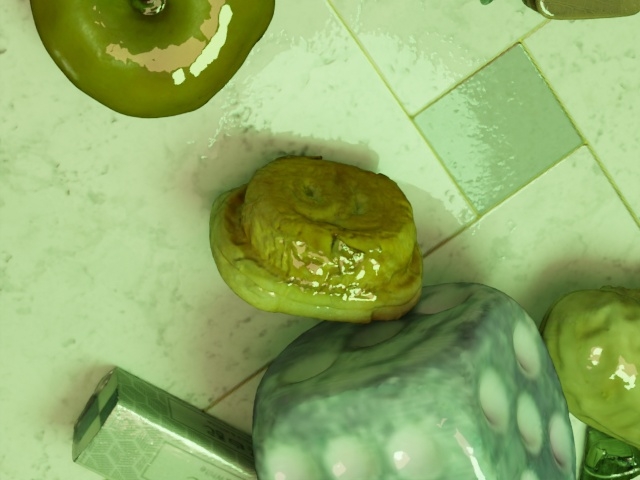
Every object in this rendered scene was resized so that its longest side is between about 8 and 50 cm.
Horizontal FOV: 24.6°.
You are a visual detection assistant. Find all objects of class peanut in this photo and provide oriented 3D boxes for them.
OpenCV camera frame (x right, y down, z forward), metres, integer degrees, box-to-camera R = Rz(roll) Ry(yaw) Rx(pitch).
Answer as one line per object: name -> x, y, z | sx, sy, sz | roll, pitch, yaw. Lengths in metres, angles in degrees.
peanut -> 0.418, 0.163, 1.719 | 0.387, 0.169, 0.192 | 26, 68, -24

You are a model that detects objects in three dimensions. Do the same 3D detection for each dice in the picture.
dice -> 0.103, 0.217, 1.580 | 0.270, 0.271, 0.270 | -13, 106, 29

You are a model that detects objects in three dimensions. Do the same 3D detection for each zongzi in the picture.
zongzi -> 0.376, 0.287, 1.822 | 0.109, 0.055, 0.119 | -1, 123, -12

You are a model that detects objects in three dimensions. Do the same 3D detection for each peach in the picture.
peach -> -0.172, -0.250, 1.469 | 0.251, 0.153, 0.251 | 0, 99, 1

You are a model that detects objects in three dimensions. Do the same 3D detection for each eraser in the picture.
eraser -> -0.091, 0.289, 1.710 | 0.404, 0.098, 0.096 | 29, 104, -19

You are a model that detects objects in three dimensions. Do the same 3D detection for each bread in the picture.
bread -> 0.000, 0.002, 1.563 | 0.236, 0.198, 0.120 | 7, 125, -13

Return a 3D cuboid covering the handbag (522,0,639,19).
handbag -> 0.293, -0.333, 1.556 | 0.151, 0.072, 0.193 | -1, 109, -9

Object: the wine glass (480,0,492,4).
wine glass -> 0.113, -0.299, 1.539 | 0.155, 0.073, 0.073 | 10, 109, -16
